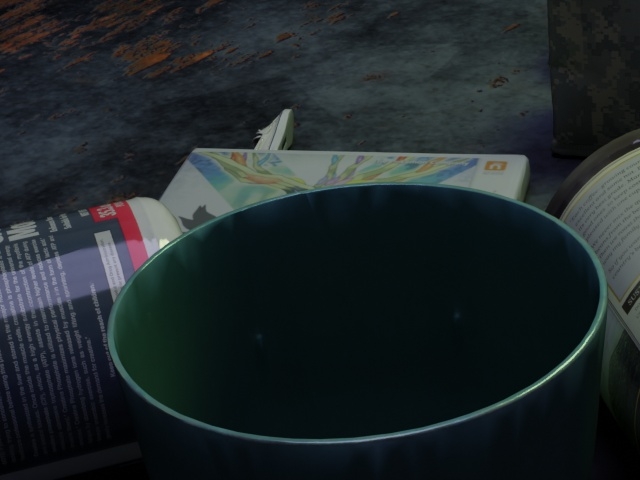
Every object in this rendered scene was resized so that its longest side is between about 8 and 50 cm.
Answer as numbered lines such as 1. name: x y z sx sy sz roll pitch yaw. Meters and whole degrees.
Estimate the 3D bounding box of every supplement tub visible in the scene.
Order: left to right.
1. supplement tub: -0.222 0.085 1.270 0.272 0.191 0.191 -13 29 -11

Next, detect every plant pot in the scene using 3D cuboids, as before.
1. plant pot: 0.033 0.133 1.081 0.293 0.235 0.293 -6 29 3

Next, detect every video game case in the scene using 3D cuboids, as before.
1. video game case: 0.000 0.000 1.538 0.329 0.036 0.300 2 29 15

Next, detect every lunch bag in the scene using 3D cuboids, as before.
1. lunch bag: 0.362 -0.206 1.627 0.287 0.235 0.169 5 31 20

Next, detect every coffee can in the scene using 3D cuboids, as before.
1. coffee can: 0.279 0.064 1.188 0.201 0.201 0.275 -10 29 -7

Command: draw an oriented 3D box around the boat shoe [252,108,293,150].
1. boat shoe: -0.049 -0.099 1.734 0.035 0.035 0.100 3 36 11
